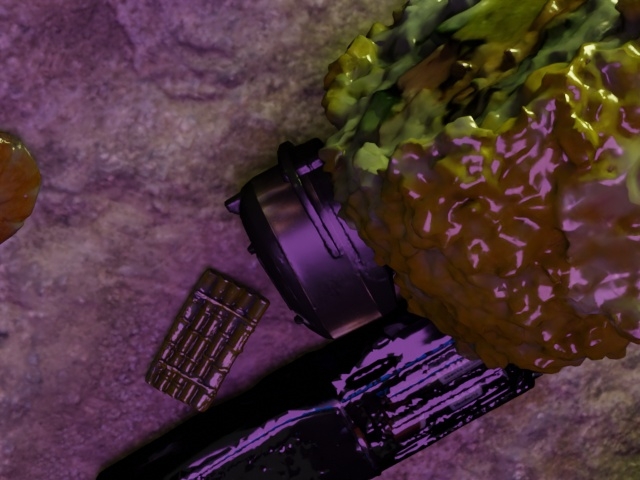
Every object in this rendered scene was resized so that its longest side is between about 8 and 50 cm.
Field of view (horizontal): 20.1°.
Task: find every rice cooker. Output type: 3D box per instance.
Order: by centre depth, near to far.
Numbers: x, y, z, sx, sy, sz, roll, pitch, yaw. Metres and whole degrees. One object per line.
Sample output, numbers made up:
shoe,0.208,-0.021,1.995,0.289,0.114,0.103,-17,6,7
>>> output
rice cooker,0.000,0.000,1.468,0.106,0.112,0.165,-33,110,9

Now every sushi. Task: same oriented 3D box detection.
sushi,0.201,-0.096,1.337,0.396,0.351,0.240,-39,115,0

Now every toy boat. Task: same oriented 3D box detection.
toy boat,-0.096,0.084,1.524,0.063,0.016,0.115,28,101,-7

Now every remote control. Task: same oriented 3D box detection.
remote control,0.006,0.167,1.560,0.399,0.062,0.144,-30,114,1

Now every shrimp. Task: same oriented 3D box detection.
shrimp,-0.328,-0.029,1.424,0.217,0.051,0.115,-9,114,-11
